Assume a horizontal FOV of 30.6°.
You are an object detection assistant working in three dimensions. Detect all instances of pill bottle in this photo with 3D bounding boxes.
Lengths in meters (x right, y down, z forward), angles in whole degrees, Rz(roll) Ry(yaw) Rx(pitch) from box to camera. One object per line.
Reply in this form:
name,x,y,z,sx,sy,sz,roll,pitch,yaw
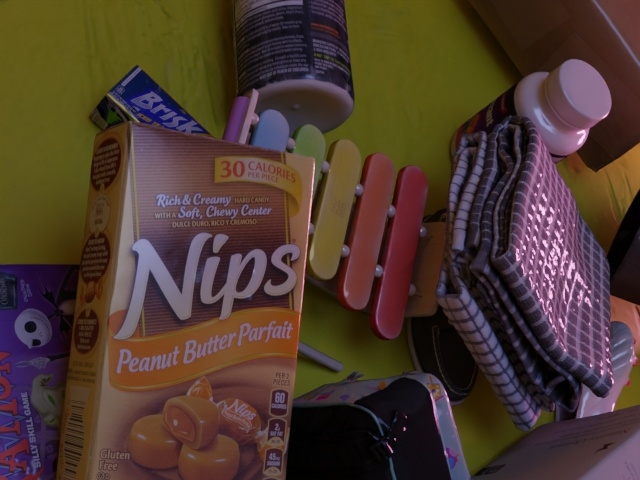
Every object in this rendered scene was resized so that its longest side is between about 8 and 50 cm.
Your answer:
pill bottle,-0.035,-0.249,1.320,0.130,0.130,0.246,10,62,-30
pill bottle,0.255,-0.137,1.417,0.108,0.193,0.108,15,59,-28

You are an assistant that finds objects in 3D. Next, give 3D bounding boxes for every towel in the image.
towel,0.231,0.029,1.291,0.235,0.121,0.284,56,30,-29

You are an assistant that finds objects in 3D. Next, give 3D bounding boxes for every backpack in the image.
backpack,0.041,0.209,1.106,0.144,0.188,0.166,-24,98,-45

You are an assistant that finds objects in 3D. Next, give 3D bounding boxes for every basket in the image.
basket,0.485,0.037,1.462,0.226,0.154,0.204,27,37,7

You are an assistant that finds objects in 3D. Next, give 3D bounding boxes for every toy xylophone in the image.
toy xylophone,0.000,0.000,1.211,0.322,0.081,0.236,23,64,-38

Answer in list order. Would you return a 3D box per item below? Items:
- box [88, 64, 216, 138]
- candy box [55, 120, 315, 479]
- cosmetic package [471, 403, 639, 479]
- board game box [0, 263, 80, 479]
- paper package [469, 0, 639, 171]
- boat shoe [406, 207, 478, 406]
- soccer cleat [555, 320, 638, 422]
box,-0.154,-0.097,1.213,0.169,0.054,0.059,44,51,-9
candy box,-0.114,0.071,1.015,0.182,0.087,0.317,9,83,-31
cosmetic package,0.212,0.311,1.147,0.385,0.217,0.156,-24,88,-41
board game box,-0.207,0.188,1.042,0.208,0.056,0.347,-2,68,-30
paper package,0.398,-0.311,1.597,0.309,0.168,0.325,-34,88,-40
boat shoe,0.145,0.070,1.320,0.081,0.068,0.228,10,62,-30
soccer cleat,0.325,0.167,1.398,0.076,0.068,0.196,34,55,-12
